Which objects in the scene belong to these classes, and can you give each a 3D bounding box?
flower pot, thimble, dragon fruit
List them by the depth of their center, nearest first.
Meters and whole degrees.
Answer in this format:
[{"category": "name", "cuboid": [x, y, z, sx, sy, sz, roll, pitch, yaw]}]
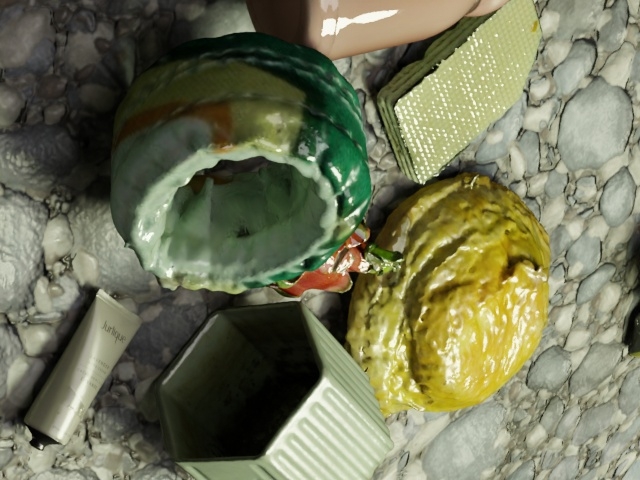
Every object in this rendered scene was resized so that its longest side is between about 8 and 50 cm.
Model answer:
[{"category": "thimble", "cuboid": [-0.089, -0.074, 1.674, 0.254, 0.167, 0.288, 27, 131, -30]}, {"category": "dragon fruit", "cuboid": [-0.003, 0.000, 1.882, 0.236, 0.137, 0.135, 7, 120, -42]}, {"category": "flower pot", "cuboid": [-0.054, 0.206, 1.888, 0.189, 0.239, 0.209, 49, 44, -43]}]

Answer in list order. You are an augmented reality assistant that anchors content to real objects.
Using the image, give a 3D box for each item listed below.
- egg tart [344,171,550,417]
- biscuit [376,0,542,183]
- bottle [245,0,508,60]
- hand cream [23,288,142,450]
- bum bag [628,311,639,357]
[{"category": "egg tart", "cuboid": [0.185, 0.081, 2.083, 0.351, 0.153, 0.340, -5, 111, -41]}, {"category": "biscuit", "cuboid": [0.180, -0.201, 2.003, 0.252, 0.052, 0.150, -42, 136, -16]}, {"category": "bottle", "cuboid": [0.069, -0.310, 1.760, 0.296, 0.206, 0.173, -16, 135, -25]}, {"category": "hand cream", "cuboid": [-0.269, 0.150, 1.786, 0.186, 0.054, 0.087, -60, 140, -10]}, {"category": "bum bag", "cuboid": [0.571, 0.135, 2.513, 0.232, 0.060, 0.107, 1, 114, -40]}]
